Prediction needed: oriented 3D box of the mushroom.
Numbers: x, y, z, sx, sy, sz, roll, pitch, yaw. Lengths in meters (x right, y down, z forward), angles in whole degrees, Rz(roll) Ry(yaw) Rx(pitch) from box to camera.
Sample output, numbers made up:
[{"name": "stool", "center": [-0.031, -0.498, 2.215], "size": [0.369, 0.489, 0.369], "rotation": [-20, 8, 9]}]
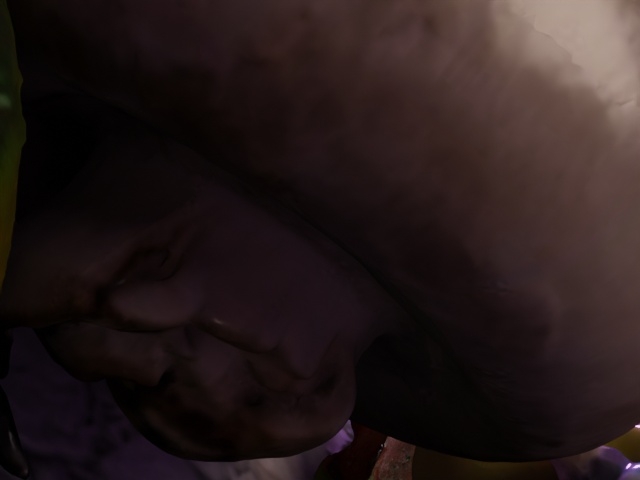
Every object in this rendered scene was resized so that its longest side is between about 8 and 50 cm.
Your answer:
[{"name": "mushroom", "center": [-0.019, -0.021, 0.548], "size": [0.362, 0.362, 0.294], "rotation": [48, 66, -35]}]

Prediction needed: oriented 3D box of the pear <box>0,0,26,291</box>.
[{"name": "pear", "center": [-0.201, -0.045, 0.331], "size": [0.399, 0.165, 0.398], "rotation": [48, 27, -34]}]

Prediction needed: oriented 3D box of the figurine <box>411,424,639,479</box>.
[{"name": "figurine", "center": [0.128, 0.232, 0.521], "size": [0.378, 0.362, 0.266], "rotation": [-32, 108, -65]}]

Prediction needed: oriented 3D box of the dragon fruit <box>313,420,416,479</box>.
[{"name": "dragon fruit", "center": [0.063, 0.141, 0.811], "size": [0.175, 0.142, 0.138], "rotation": [-149, -125, -76]}]
